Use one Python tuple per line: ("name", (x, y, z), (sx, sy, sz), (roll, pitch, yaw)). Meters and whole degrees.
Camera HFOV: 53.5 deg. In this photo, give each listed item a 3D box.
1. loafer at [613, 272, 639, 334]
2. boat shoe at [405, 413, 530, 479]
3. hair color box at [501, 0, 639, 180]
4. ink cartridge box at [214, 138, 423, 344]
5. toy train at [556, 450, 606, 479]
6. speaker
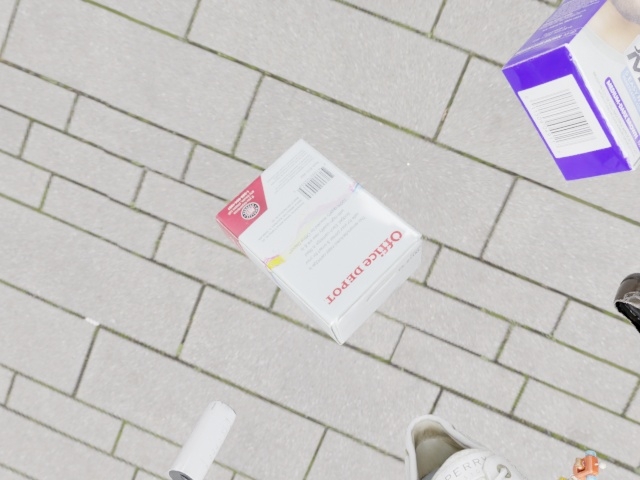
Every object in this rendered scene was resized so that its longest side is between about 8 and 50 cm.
("loafer", (0.519, 0.151, 0.944), (0.078, 0.080, 0.220), (-29, 64, -25))
("boat shoe", (0.109, 0.195, 0.444), (0.098, 0.277, 0.096), (-23, 95, -9))
("hair color box", (0.405, -0.257, 0.848), (0.339, 0.110, 0.185), (-47, 110, -27))
("ink cartridge box", (0.000, 0.000, 0.652), (0.127, 0.072, 0.175), (-43, 66, -11))
("toy train", (0.458, 0.466, 1.151), (0.046, 0.166, 0.125), (24, 144, -8))
("speaker", (-0.189, 0.329, 1.025), (0.055, 0.136, 0.055), (14, 134, 15))
